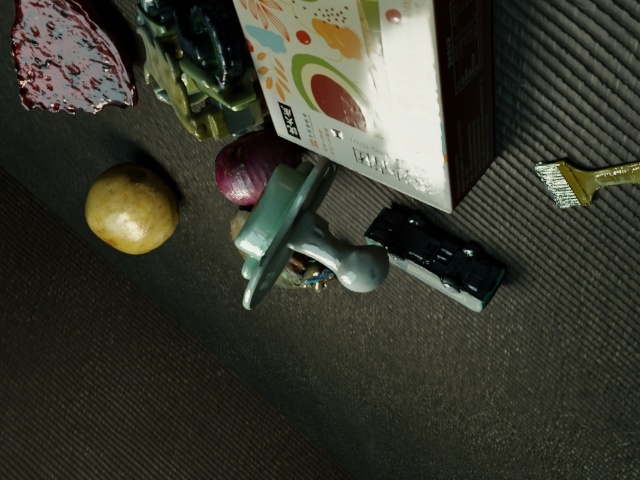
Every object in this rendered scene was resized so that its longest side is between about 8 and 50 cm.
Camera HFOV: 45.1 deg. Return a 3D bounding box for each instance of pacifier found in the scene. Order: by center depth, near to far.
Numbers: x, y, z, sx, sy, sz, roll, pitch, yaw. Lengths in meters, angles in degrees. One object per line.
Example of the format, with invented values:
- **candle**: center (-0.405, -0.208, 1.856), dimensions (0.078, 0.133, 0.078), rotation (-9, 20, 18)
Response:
- **pacifier**: center (0.000, 0.000, 1.383), dimensions (0.269, 0.343, 0.288), rotation (33, -174, 4)

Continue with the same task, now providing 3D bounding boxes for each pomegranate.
- **pomegranate**: center (-0.515, -0.088, 2.127), dimensions (0.260, 0.260, 0.260), rotation (34, 156, 18)

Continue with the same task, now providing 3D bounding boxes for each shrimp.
- **shrimp**: center (-0.088, 0.028, 1.852), dimensions (0.445, 0.110, 0.221), rotation (15, 137, 54)

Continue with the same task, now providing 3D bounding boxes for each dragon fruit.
- **dragon fruit**: center (-0.518, -0.464, 1.669), dimensions (0.285, 0.228, 0.329), rotation (2, 123, 10)

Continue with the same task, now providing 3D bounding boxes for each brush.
- **brush**: center (0.379, -0.082, 1.019), dimensions (0.082, 0.010, 0.218), rotation (50, 156, -19)

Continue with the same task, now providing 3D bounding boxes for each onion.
- **onion**: center (-0.118, -0.140, 1.488), dimensions (0.153, 0.177, 0.177), rotation (50, 158, 6)

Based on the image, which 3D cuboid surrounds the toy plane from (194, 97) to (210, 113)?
- **toy plane**: center (-0.180, -0.261, 1.525), dimensions (0.145, 0.060, 0.037), rotation (13, 146, 23)

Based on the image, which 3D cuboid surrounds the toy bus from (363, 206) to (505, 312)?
- **toy bus**: center (0.206, 0.033, 1.405), dimensions (0.261, 0.091, 0.109), rotation (32, 166, 24)

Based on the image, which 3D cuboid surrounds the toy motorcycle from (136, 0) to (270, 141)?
- **toy motorcycle**: center (-0.214, -0.311, 1.304), dimensions (0.410, 0.168, 0.237), rotation (41, 151, 53)

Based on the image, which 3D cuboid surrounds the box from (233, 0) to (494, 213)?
- **box**: center (0.058, -0.259, 1.070), dimensions (0.344, 0.122, 0.385), rotation (27, 153, 30)
